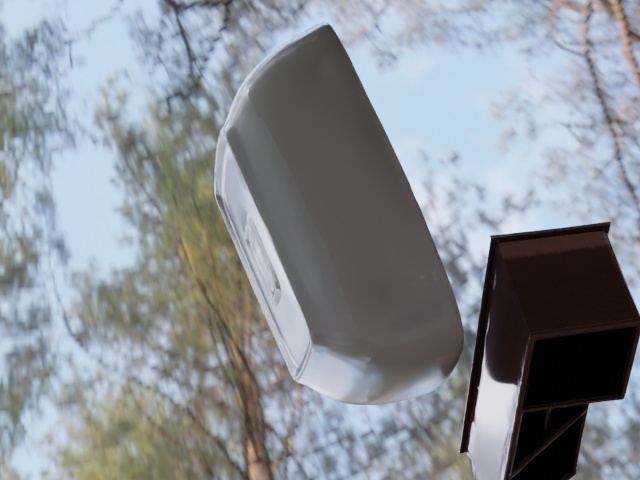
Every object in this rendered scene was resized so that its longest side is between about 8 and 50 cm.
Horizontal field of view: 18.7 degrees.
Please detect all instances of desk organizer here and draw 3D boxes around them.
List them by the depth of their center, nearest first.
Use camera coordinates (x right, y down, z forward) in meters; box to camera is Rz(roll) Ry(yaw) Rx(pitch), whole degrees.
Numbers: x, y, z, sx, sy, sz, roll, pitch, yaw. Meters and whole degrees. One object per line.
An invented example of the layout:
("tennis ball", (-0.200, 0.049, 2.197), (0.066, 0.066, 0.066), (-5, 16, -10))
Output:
("desk organizer", (0.087, 0.057, 0.748), (0.047, 0.050, 0.130), (-7, -43, -9))

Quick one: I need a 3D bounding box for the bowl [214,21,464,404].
("bowl", (0.000, 0.000, 0.761), (0.053, 0.142, 0.142), (-22, -101, -10))
